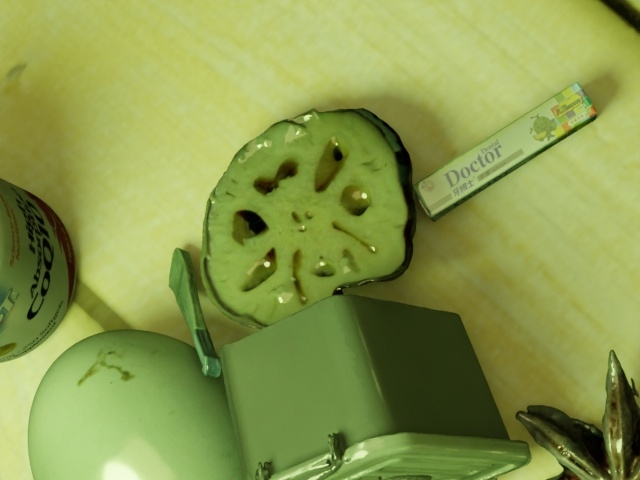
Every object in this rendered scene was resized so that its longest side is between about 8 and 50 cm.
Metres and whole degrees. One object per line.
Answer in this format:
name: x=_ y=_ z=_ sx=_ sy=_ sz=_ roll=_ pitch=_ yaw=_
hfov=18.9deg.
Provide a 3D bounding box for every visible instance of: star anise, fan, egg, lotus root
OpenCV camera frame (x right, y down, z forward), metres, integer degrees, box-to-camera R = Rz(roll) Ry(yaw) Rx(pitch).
star anise: x=0.247 y=0.187 z=1.521 sx=0.204 sy=0.061 sz=0.181 roll=21 pitch=99 yaw=16
fan: x=-0.101 y=0.061 z=1.544 sx=0.016 sy=0.193 sz=0.038 roll=7 pitch=113 yaw=-16
egg: x=-0.122 y=0.190 z=1.519 sx=0.183 sy=0.183 sz=0.264 roll=-37 pitch=79 yaw=3
lotus root: x=0.000 y=-0.004 z=1.570 sx=0.183 sy=0.078 sz=0.204 roll=-6 pitch=59 yaw=20

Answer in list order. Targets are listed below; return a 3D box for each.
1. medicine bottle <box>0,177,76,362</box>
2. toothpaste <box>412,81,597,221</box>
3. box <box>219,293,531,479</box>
medicine bottle: x=-0.304 y=0.012 z=1.516 sx=0.157 sy=0.288 sz=0.157 roll=-1 pitch=83 yaw=9
toothpaste: x=0.152 y=-0.074 z=1.579 sx=0.164 sy=0.046 sz=0.034 roll=-32 pitch=83 yaw=4
box: x=0.035 y=0.131 z=1.477 sx=0.163 sy=0.243 sz=0.135 roll=-27 pitch=68 yaw=29
